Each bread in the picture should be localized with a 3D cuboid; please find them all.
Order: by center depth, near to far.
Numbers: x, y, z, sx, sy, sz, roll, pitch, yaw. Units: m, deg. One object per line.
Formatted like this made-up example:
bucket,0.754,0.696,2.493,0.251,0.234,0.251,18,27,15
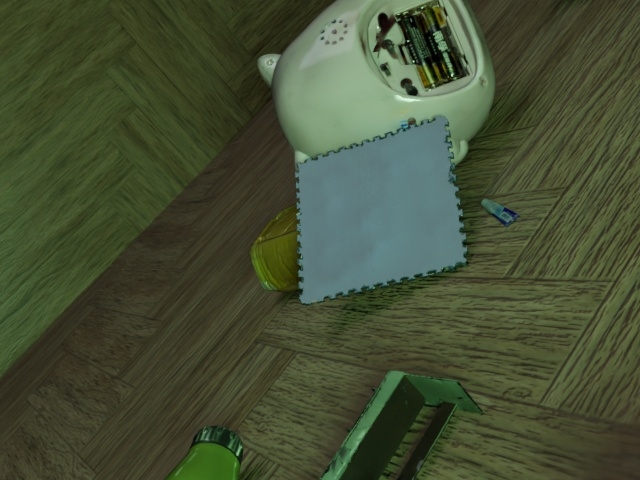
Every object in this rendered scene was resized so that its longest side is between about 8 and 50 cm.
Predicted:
bread,0.000,0.000,1.282,0.288,0.119,0.152,-18,28,46

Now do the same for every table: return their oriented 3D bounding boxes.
table,0.066,0.217,0.799,0.175,0.062,0.146,-6,40,54

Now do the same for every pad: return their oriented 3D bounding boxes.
pad,0.081,-0.047,1.121,0.269,0.012,0.270,-14,58,23

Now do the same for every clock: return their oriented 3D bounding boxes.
clock,0.099,-0.276,1.281,0.376,0.368,0.250,-20,-11,1

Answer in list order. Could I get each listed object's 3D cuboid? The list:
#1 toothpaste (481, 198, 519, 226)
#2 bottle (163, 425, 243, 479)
toothpaste,0.253,-0.041,1.055,0.024,0.015,0.083,-40,25,0
bottle,-0.156,0.337,0.879,0.112,0.112,0.260,-30,23,29
